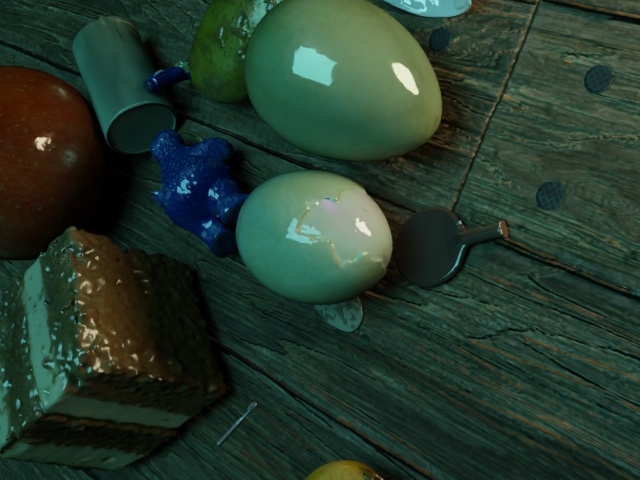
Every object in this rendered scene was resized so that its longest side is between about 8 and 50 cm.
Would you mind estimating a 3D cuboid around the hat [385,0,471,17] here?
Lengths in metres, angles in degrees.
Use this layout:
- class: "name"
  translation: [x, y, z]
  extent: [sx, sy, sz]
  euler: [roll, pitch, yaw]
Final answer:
- class: "hat"
  translation: [0.140, -0.407, 1.301]
  extent: [0.203, 0.203, 0.126]
  euler: [11, 71, 40]

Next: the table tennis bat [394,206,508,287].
- class: "table tennis bat"
  translation: [0.135, -0.006, 1.224]
  extent: [0.169, 0.119, 0.108]
  euler: [-16, 70, 37]

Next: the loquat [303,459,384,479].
- class: "loquat"
  translation: [0.032, 0.352, 1.205]
  extent: [0.163, 0.137, 0.163]
  euler: [1, 91, 26]

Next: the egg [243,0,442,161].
- class: "egg"
  translation: [0.034, -0.214, 1.295]
  extent: [0.295, 0.218, 0.219]
  euler: [27, 97, 27]

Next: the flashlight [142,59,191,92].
- class: "flashlight"
  translation: [-0.246, -0.276, 1.605]
  extent: [0.057, 0.121, 0.036]
  euler: [7, 117, 39]

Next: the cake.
- class: "cake"
  translation: [-0.340, 0.177, 1.467]
  extent: [0.290, 0.282, 0.256]
  euler: [-40, 50, 29]

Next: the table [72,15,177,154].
- class: "table"
  translation: [-0.339, -0.267, 1.665]
  extent: [0.126, 0.126, 0.220]
  euler: [-42, 57, 23]

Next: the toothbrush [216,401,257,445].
- class: "toothbrush"
  translation: [-0.126, 0.273, 1.435]
  extent: [0.097, 0.008, 0.006]
  euler: [-49, 50, 19]

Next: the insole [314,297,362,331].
- class: "insole"
  translation: [-0.002, 0.063, 1.389]
  extent: [0.193, 0.006, 0.065]
  euler: [42, 106, 38]

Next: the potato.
- class: "potato"
  translation: [-0.096, -0.325, 1.474]
  extent: [0.298, 0.141, 0.176]
  euler: [-39, 49, 25]

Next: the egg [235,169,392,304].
- class: "egg"
  translation: [0.000, 0.000, 1.291]
  extent: [0.217, 0.183, 0.183]
  euler: [25, 95, 34]

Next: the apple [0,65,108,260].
- class: "apple"
  translation: [-0.529, -0.135, 1.662]
  extent: [0.348, 0.276, 0.349]
  euler: [-5, 83, 50]

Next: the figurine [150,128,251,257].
- class: "figurine"
  translation: [-0.202, -0.093, 1.515]
  extent: [0.262, 0.120, 0.164]
  euler: [35, 105, 41]
